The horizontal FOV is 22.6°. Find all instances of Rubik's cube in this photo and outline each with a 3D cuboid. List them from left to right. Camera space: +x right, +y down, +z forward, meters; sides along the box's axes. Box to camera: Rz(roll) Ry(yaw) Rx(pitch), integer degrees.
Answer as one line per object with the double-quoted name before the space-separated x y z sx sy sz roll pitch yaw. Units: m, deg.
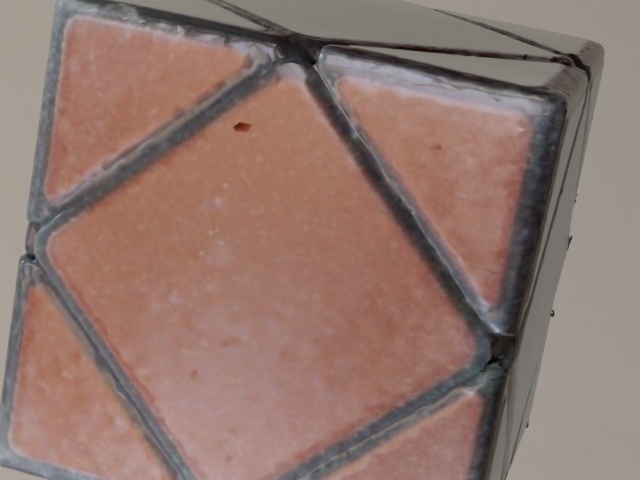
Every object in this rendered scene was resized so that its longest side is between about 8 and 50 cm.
"Rubik's cube" 0.000 0.000 0.703 0.205 0.207 0.205 -44 -36 -71
